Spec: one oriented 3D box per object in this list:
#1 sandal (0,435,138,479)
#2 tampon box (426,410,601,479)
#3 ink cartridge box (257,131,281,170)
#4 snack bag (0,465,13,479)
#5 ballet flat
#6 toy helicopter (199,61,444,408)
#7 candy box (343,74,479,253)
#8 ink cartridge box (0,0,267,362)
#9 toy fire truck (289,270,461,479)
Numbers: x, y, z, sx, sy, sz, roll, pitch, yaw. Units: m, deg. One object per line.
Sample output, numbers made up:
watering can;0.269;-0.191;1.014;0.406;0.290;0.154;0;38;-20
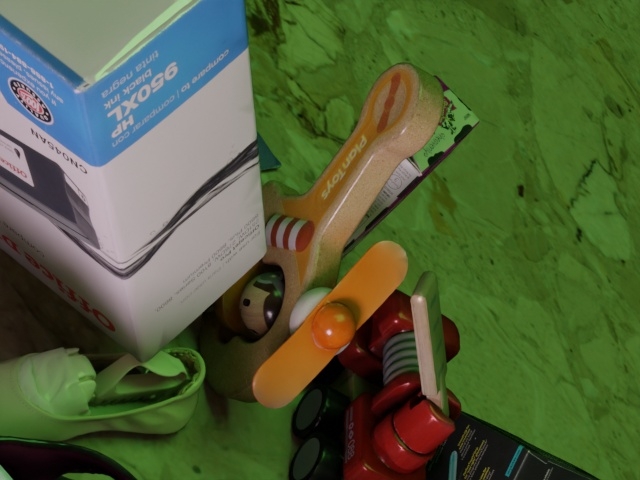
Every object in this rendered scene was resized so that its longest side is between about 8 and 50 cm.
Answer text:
sandal;-0.214;0.209;1.335;0.446;0.107;0.167;37;38;-42
tampon box;0.167;0.243;1.703;0.101;0.120;0.161;26;-1;-26
ink cartridge box;-0.210;-0.199;1.874;0.330;0.071;0.324;-15;66;-51
snack bag;-0.233;0.338;1.195;0.323;0.037;0.342;49;50;-15
ballet flat;-0.196;0.122;1.543;0.248;0.086;0.086;1;54;-46
toy helicopter;0.000;0.000;1.631;0.140;0.355;0.235;23;23;-30
candy box;0.039;-0.047;1.828;0.071;0.233;0.159;47;35;1
ink cartridge box;-0.202;-0.121;1.446;0.285;0.395;0.166;37;66;22
toy fire truck;0.075;0.115;1.687;0.158;0.246;0.217;30;37;-22
